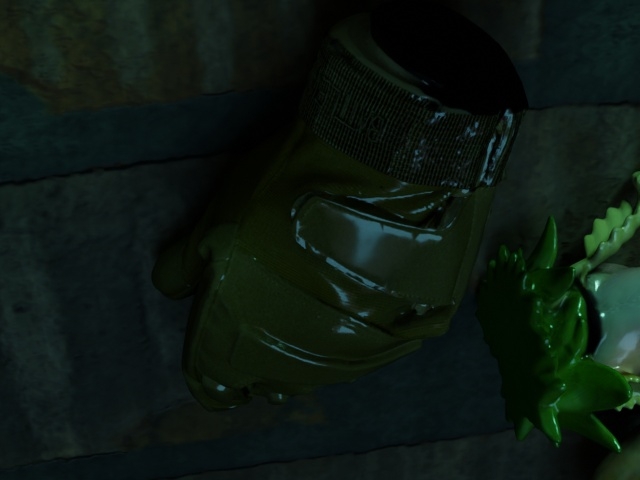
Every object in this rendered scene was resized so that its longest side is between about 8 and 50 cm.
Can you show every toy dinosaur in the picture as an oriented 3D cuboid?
[{"bbox_3d":[0.207,0.070,1.128,0.177,0.152,0.194,-8,146,-15],"label":"toy dinosaur"}]

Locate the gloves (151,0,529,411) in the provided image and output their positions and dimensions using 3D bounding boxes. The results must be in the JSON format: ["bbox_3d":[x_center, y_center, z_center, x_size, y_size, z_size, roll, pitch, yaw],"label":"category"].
[{"bbox_3d":[0.002,0.010,1.011,0.154,0.141,0.331,9,135,-23],"label":"gloves"}]

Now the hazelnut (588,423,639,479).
[{"bbox_3d":[0.291,0.210,1.280,0.214,0.176,0.214,-3,101,-18],"label":"hazelnut"}]
